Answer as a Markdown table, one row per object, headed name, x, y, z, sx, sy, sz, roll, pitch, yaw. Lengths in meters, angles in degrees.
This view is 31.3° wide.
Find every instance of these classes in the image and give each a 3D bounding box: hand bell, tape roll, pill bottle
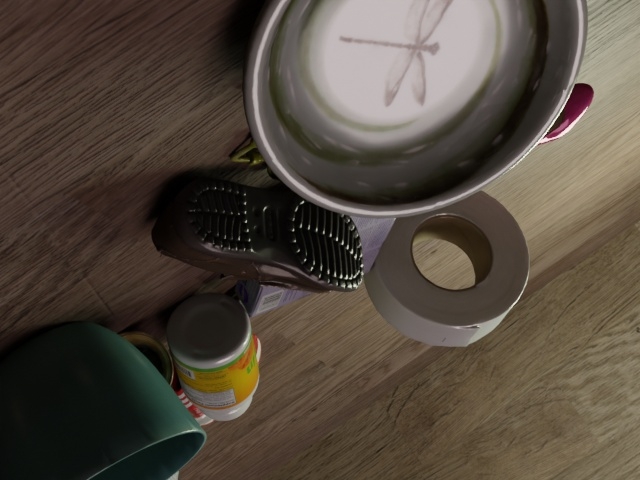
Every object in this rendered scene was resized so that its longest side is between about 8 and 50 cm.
| name | x | y | z | sx | sy | sz | roll | pitch | yaw |
| --- | --- | --- | --- | --- | --- | --- | --- | --- | --- |
| hand bell | -0.287 | 0.212 | 1.919 | 0.126 | 0.126 | 0.242 | -34 | 176 | 1 |
| tape roll | 0.220 | 0.041 | 2.018 | 0.286 | 0.286 | 0.100 | -27 | 162 | -21 |
| pill bottle | -0.174 | 0.205 | 1.914 | 0.136 | 0.136 | 0.246 | -29 | 149 | -16 |

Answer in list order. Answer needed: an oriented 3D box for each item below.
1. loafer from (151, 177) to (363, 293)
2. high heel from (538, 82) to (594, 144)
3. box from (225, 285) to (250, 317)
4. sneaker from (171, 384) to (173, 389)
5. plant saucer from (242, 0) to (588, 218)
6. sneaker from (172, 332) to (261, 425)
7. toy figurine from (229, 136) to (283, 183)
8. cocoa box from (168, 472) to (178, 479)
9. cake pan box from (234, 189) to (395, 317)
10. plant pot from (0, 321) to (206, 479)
| name | x | y | z | sx | sy | sz | roll | pitch | yaw |
| --- | --- | --- | --- | --- | --- | --- | --- | --- | --- |
| loafer | -0.083 | -0.004 | 1.586 | 0.130 | 0.134 | 0.366 | -16 | 155 | 41 |
| high heel | 0.361 | -0.207 | 1.967 | 0.244 | 0.082 | 0.117 | -26 | 168 | 9 |
| box | -0.110 | 0.088 | 1.978 | 0.162 | 0.029 | 0.116 | -37 | 161 | 13 |
| sneaker | -0.295 | 0.330 | 2.197 | 0.236 | 0.095 | 0.104 | -35 | 170 | 1 |
| plant saucer | 0.098 | -0.212 | 1.283 | 0.400 | 0.100 | 0.401 | -11 | 129 | -14 |
| sneaker | -0.192 | 0.221 | 2.091 | 0.087 | 0.128 | 0.221 | -2 | -139 | 32 |
| toy figurine | 0.091 | -0.125 | 1.458 | 0.362 | 0.217 | 0.191 | -41 | 161 | 21 |
| cocoa box | -0.399 | 0.472 | 2.016 | 0.227 | 0.232 | 0.347 | 7 | 160 | 3 |
| cake pan box | 0.000 | 0.000 | 1.822 | 0.245 | 0.070 | 0.267 | -19 | 152 | -26 |
| plant pot | -0.349 | 0.262 | 1.664 | 0.293 | 0.235 | 0.293 | -30 | 162 | -11 |
